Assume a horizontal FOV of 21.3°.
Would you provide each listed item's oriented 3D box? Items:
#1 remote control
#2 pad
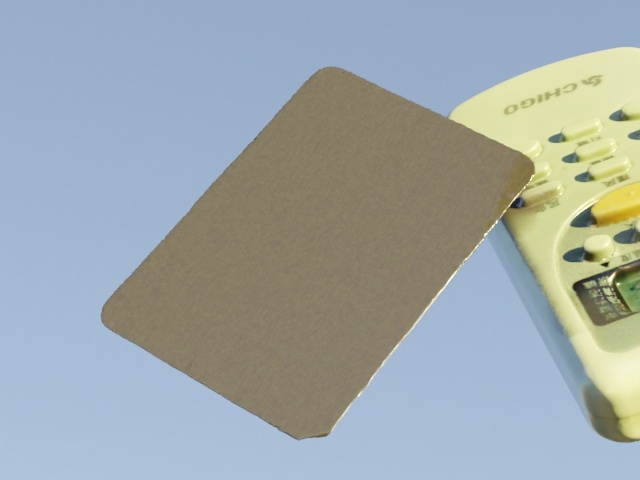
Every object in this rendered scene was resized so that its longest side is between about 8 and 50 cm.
[{"bbox_3d":[0.158,-0.014,0.878,0.140,0.296,0.056,-18,-57,-1],"label":"remote control"},{"bbox_3d":[0.000,0.000,0.677,0.112,0.157,0.003,28,-28,26],"label":"pad"}]
